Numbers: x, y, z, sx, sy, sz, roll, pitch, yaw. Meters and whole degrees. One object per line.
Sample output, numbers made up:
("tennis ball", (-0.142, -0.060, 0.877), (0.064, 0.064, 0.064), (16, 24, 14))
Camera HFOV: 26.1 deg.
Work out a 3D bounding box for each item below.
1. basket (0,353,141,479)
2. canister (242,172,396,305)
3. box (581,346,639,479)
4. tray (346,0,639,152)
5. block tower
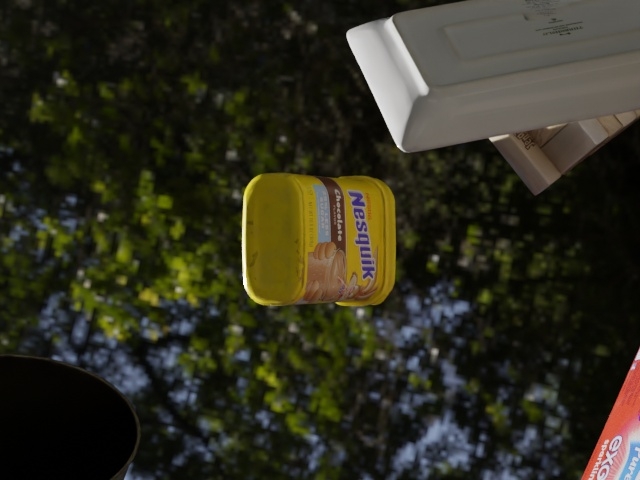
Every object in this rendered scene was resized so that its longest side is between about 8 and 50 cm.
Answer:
("basket", (-0.251, 0.220, 1.054), (0.154, 0.204, 0.227), (-108, 24, -46))
("canister", (0.000, 0.000, 1.280), (0.170, 0.073, 0.126), (1, -91, -60))
("box", (0.272, 0.186, 0.991), (0.122, 0.128, 0.257), (34, -110, -14))
("tray", (0.164, -0.136, 0.939), (0.145, 0.270, 0.030), (-111, 13, -47))
("block tower", (0.289, -0.171, 1.187), (0.335, 0.091, 0.097), (-36, -6, -24))
